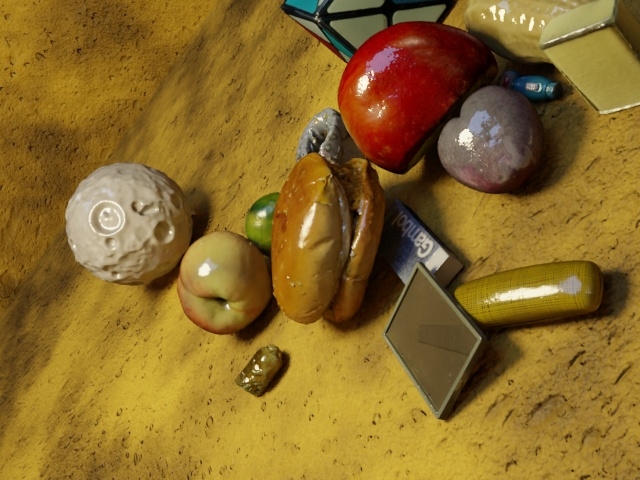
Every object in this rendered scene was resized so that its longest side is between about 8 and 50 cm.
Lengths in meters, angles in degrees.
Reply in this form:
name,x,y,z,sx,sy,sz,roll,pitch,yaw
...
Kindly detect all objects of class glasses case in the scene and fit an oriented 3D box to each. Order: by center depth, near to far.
name,x,y,z,sx,sy,sz,roll,pitch,yaw
glasses case,0.279,0.077,0.991,0.234,0.064,0.079,-18,56,47

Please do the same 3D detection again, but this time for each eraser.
name,x,y,z,sx,sy,sz,roll,pitch,yaw
eraser,0.405,-0.258,1.007,0.117,0.172,0.058,-9,54,51
eraser,0.158,0.016,1.226,0.092,0.046,0.212,-52,33,12

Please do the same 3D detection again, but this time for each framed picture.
name,x,y,z,sx,sy,sz,roll,pitch,yaw
framed picture,0.165,0.146,1.074,0.150,0.015,0.203,-69,30,23

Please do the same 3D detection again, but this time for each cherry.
name,x,y,z,sx,sy,sz,roll,pitch,yaw
cherry,0.277,-0.157,1.131,0.176,0.140,0.176,-7,78,37

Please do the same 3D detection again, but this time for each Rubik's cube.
name,x,y,z,sx,sy,sz,roll,pitch,yaw
Rubik's cube,0.102,-0.533,1.592,0.246,0.250,0.248,-54,30,6

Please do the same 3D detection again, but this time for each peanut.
name,x,y,z,sx,sy,sz,roll,pitch,yaw
peanut,0.373,-0.352,1.166,0.319,0.147,0.148,31,89,47

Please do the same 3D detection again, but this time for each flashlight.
name,x,y,z,sx,sy,sz,roll,pitch,yaw
flashlight,0.352,-0.259,1.204,0.129,0.051,0.051,24,83,53

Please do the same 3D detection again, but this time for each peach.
name,x,y,z,sx,sy,sz,roll,pitch,yaw
peach,0.168,-0.265,1.249,0.274,0.245,0.249,-38,27,34
peach,-0.200,0.079,1.523,0.232,0.232,0.233,-34,39,33

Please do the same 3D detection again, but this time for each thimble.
name,x,y,z,sx,sy,sz,roll,pitch,yaw
thimble,0.027,-0.192,1.518,0.127,0.118,0.151,-17,49,46

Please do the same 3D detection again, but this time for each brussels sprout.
name,x,y,z,sx,sy,sz,roll,pitch,yaw
brussels sprout,-0.104,-0.045,1.563,0.149,0.122,0.152,7,69,53

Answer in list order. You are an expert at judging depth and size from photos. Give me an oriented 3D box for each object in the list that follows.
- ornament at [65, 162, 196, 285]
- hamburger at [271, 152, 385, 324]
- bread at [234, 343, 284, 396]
name,x,y,z,sx,sy,sz,roll,pitch,yaw
ornament,-0.513,-0.047,1.911,0.337,0.337,0.337,-34,39,33
hamburger,0.000,0.000,1.297,0.290,0.170,0.314,-103,25,-59
bread,-0.114,0.251,1.383,0.110,0.060,0.066,-51,3,8
